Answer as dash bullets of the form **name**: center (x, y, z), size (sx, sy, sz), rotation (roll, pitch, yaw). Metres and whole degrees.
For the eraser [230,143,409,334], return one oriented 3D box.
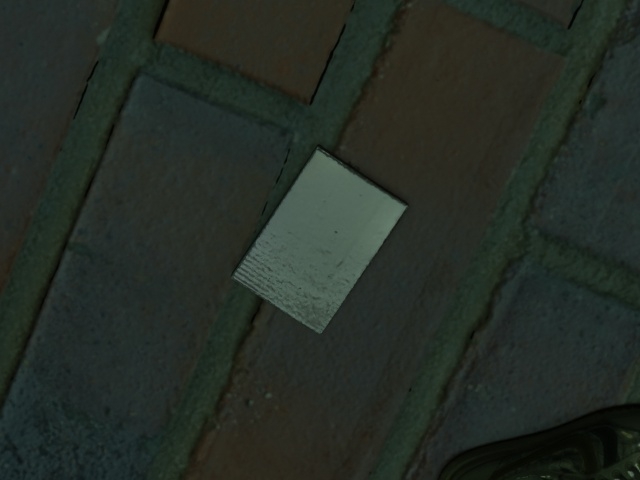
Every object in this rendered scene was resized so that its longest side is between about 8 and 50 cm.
- **eraser**: center (0.000, 0.000, 1.177), size (0.104, 0.023, 0.150), rotation (33, 101, -6)

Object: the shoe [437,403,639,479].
- **shoe**: center (0.248, 0.232, 1.187), size (0.275, 0.098, 0.103), rotation (-16, 105, 3)
